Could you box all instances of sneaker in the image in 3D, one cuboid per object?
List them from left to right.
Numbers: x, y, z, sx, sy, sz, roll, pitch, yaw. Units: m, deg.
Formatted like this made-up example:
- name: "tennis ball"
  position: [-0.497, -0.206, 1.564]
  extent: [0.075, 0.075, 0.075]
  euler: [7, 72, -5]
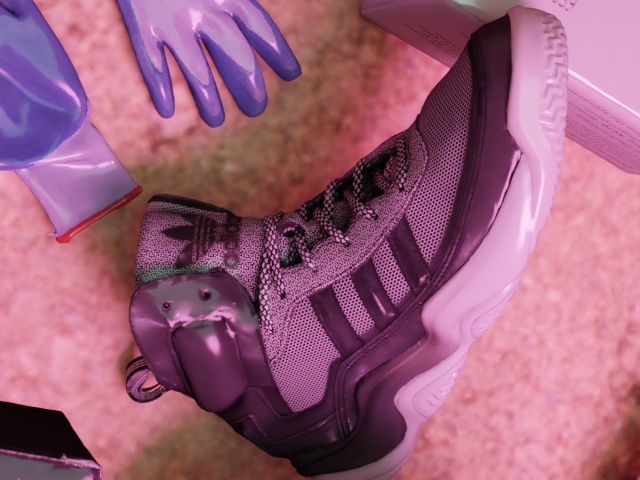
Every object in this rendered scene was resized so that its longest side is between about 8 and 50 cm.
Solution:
- name: "sneaker"
  position: [0.000, 0.000, 0.710]
  extent: [0.153, 0.101, 0.269]
  euler: [17, 125, -11]

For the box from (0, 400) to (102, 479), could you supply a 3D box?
- name: "box"
  position: [-0.201, 0.179, 0.569]
  extent: [0.184, 0.103, 0.261]
  euler: [13, 92, -19]

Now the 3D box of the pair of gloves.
- name: "pair of gloves"
  position: [-0.109, -0.097, 0.747]
  extent: [0.198, 0.023, 0.159]
  euler: [-37, 104, -11]

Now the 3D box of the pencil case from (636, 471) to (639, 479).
- name: "pencil case"
  position: [0.170, 0.232, 0.817]
  extent: [0.113, 0.124, 0.273]
  euler: [35, 83, -48]

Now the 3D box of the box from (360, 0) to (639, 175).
- name: "box"
  position: [0.147, -0.146, 0.770]
  extent: [0.182, 0.119, 0.181]
  euler: [28, 87, -19]
